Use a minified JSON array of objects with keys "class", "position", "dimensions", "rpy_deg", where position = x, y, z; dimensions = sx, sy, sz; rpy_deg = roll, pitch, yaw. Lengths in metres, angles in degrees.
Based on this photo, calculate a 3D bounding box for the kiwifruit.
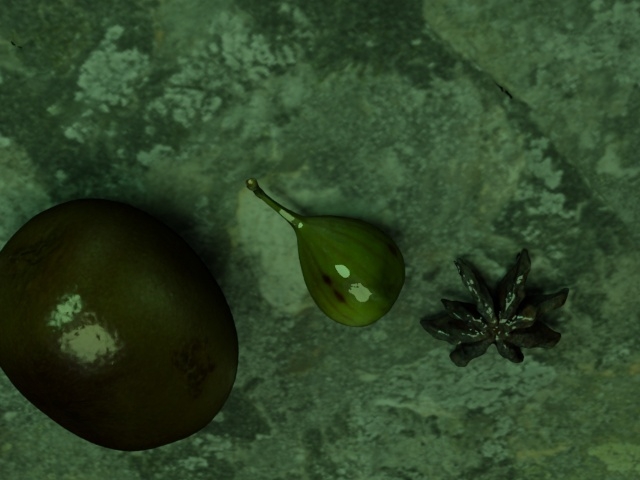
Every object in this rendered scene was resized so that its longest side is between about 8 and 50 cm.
[{"class":"kiwifruit","position":[-0.172,0.077,1.337],"dimensions":[0.196,0.196,0.234],"rpy_deg":[-27,124,18]}]

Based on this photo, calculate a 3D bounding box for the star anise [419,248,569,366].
[{"class":"star anise","position":[0.164,0.072,1.440],"dimensions":[0.141,0.042,0.141],"rpy_deg":[-2,130,-2]}]

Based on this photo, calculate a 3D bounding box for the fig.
[{"class":"fig","position":[0.014,-0.003,1.358],"dimensions":[0.093,0.093,0.166],"rpy_deg":[-23,106,15]}]
